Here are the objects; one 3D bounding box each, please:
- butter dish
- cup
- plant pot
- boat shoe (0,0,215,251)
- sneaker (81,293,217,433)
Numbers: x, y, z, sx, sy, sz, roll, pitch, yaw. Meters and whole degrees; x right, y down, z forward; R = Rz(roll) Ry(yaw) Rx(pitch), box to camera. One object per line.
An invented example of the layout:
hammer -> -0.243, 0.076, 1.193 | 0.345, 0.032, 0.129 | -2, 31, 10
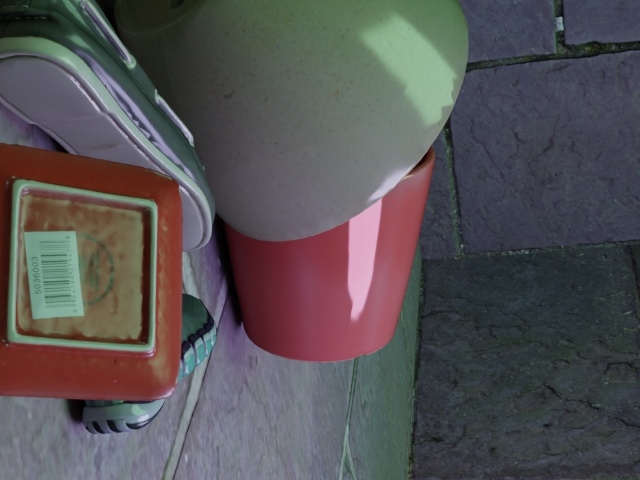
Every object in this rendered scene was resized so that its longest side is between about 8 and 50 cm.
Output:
butter dish -> -0.183, 0.029, 0.785 | 0.159, 0.118, 0.160 | 9, 74, -38
cup -> -0.059, -0.198, 1.132 | 0.237, 0.331, 0.331 | 38, 43, -41
plant pot -> 0.000, 0.000, 1.443 | 0.275, 0.274, 0.243 | -70, 163, -67
boat shoe -> -0.161, -0.097, 0.948 | 0.335, 0.112, 0.096 | 59, 32, -59
sneaker -> -0.150, 0.074, 1.015 | 0.224, 0.083, 0.098 | -66, 145, -67
